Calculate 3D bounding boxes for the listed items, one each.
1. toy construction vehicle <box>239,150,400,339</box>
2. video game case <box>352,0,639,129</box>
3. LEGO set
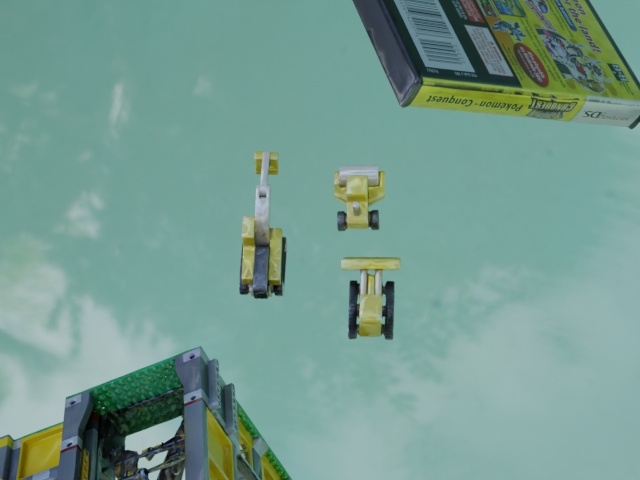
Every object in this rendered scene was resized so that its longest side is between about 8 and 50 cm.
[{"bbox_3d":[0.000,0.000,0.601,0.035,0.086,0.098,81,-167,-70],"label":"toy construction vehicle"},{"bbox_3d":[0.135,-0.215,1.003,0.035,0.248,0.275,-57,42,43],"label":"video game case"},{"bbox_3d":[-0.135,0.233,0.699,0.331,0.255,0.192,-15,37,4],"label":"LEGO set"}]
